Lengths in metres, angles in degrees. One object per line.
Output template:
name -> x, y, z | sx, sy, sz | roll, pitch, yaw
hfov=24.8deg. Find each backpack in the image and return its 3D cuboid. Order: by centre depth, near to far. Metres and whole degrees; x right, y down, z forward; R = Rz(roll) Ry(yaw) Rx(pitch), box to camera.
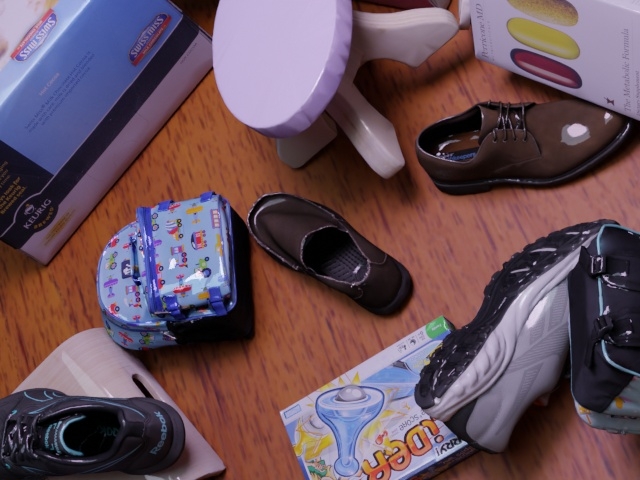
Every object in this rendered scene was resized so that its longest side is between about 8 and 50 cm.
backpack -> 0.313, 0.090, 1.282 | 0.188, 0.144, 0.166 | 7, 51, -5
backpack -> -0.169, 0.036, 1.584 | 0.173, 0.117, 0.158 | -9, 65, 11

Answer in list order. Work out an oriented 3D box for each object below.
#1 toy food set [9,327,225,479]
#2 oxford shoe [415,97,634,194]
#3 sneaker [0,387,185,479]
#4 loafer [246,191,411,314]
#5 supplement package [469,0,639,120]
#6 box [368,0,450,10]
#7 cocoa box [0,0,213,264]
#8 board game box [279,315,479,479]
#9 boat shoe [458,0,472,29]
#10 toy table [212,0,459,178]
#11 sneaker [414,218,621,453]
toy food set -> -0.278, 0.273, 1.590 | 0.306, 0.092, 0.220 | -45, 67, 6
oxford shoe -> 0.202, -0.104, 1.471 | 0.227, 0.096, 0.083 | -15, 61, 21
sneaker -> -0.276, 0.195, 1.500 | 0.267, 0.106, 0.101 | -7, 77, 21
loafer -> 0.000, 0.000, 1.546 | 0.220, 0.078, 0.080 | 27, 84, 34
supplement package -> 0.280, -0.229, 1.432 | 0.244, 0.139, 0.134 | 26, 56, 35
box -> 0.048, -0.362, 1.648 | 0.232, 0.127, 0.149 | 18, 79, 34
cocoa box -> -0.340, -0.195, 1.728 | 0.347, 0.228, 0.231 | -50, 55, 2
board game box -> 0.070, 0.183, 1.455 | 0.201, 0.035, 0.136 | -33, 57, 13
boat shoe -> 0.221, -0.373, 1.568 | 0.096, 0.116, 0.324 | 14, 78, 2
toy table -> 0.004, -0.193, 1.548 | 0.252, 0.161, 0.274 | -30, 46, 34
sneaker -> 0.203, 0.086, 1.389 | 0.271, 0.108, 0.100 | -49, 14, -18
